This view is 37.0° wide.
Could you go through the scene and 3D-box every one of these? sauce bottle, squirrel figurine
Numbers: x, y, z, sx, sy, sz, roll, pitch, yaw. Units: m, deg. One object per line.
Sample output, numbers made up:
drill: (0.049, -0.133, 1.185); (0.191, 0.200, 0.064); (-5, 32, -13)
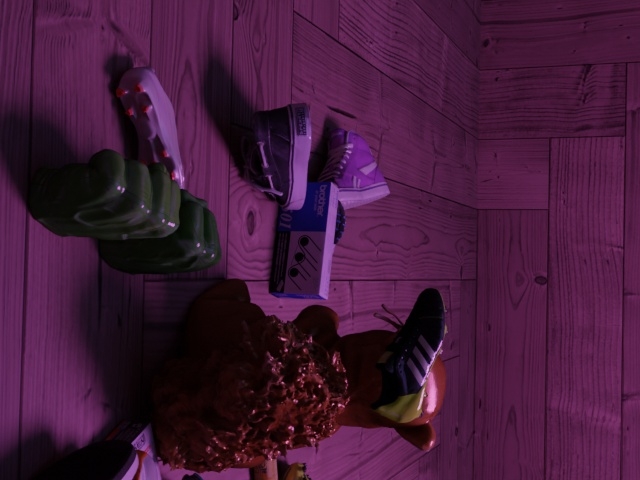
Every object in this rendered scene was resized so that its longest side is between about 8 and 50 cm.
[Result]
sauce bottle: (-0.096, 0.362, 1.618); (0.042, 0.042, 0.128); (-28, 114, -67)
squirrel figurine: (-0.024, 0.212, 1.332); (0.397, 0.371, 0.280); (-14, 103, -69)

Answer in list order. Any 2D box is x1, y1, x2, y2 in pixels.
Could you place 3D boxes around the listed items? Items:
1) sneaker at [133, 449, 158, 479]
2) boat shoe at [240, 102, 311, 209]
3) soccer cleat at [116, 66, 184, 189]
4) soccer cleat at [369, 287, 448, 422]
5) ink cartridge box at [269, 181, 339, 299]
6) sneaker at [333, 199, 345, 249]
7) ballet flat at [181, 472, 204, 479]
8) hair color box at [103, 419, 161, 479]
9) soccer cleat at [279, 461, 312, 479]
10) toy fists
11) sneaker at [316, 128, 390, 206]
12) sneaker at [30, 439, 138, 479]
sneaker: (-0.218, 0.380, 1.175); (0.121, 0.099, 0.262); (-1, 100, -48)
boat shoe: (-0.076, -0.128, 1.561); (0.306, 0.105, 0.113); (108, -23, -75)
soccer cleat: (-0.213, -0.133, 1.257); (0.076, 0.068, 0.196); (-57, 139, -60)
soccer cleat: (0.113, 0.143, 1.220); (0.072, 0.060, 0.178); (20, 80, -27)
ink cartridge box: (-0.028, 0.000, 1.704); (0.046, 0.097, 0.207); (38, 56, -65)
sneaker: (0.000, 0.000, 1.799); (0.083, 0.071, 0.190); (-74, -178, -65)
ballet flat: (-0.181, 0.379, 1.351); (0.203, 0.074, 0.074); (88, 12, -65)
hair color box: (-0.240, 0.310, 1.226); (0.072, 0.043, 0.141); (-46, 134, -61)
soccer cleat: (-0.066, 0.463, 1.640); (0.289, 0.121, 0.093); (-81, 148, -81)
toy fists: (-0.213, -0.028, 1.147); (0.279, 0.142, 0.096); (48, 47, -62)
sneaker: (0.028, -0.138, 1.889); (0.282, 0.102, 0.161); (-19, 89, -63)
sneaker: (-0.271, 0.367, 1.024); (0.295, 0.124, 0.178); (-49, 131, -49)
